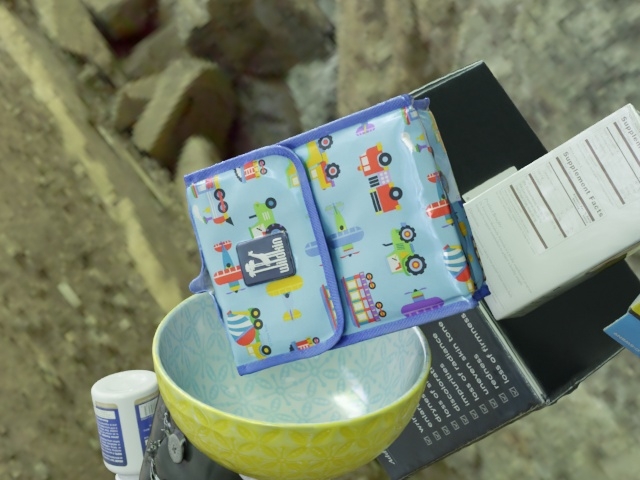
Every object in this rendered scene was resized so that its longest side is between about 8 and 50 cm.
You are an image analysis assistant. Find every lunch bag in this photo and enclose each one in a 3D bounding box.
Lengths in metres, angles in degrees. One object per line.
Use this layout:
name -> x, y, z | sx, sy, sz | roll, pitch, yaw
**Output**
lunch bag -> 0.000, 0.000, 1.346 | 0.138, 0.293, 0.221 | -15, 87, -76

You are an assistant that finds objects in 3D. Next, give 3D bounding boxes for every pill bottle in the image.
pill bottle -> -0.296, 0.312, 2.066 | 0.112, 0.112, 0.186 | -114, -164, -74

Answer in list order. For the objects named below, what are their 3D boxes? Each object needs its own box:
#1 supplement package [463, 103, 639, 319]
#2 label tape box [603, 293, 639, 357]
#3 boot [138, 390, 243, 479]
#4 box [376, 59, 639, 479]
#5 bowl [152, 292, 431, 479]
supplement package -> 0.284, -0.028, 1.448 | 0.134, 0.244, 0.139 | 62, 19, 11
label tape box -> 0.429, 0.076, 1.164 | 0.241, 0.106, 0.333 | 36, -17, 3
boot -> -0.147, 0.413, 1.712 | 0.146, 0.445, 0.367 | 1, 31, -42
box -> 0.182, 0.064, 2.030 | 0.480, 0.297, 0.472 | 56, -34, 7
bowl -> -0.034, 0.174, 1.379 | 0.289, 0.289, 0.156 | -122, -148, -56
